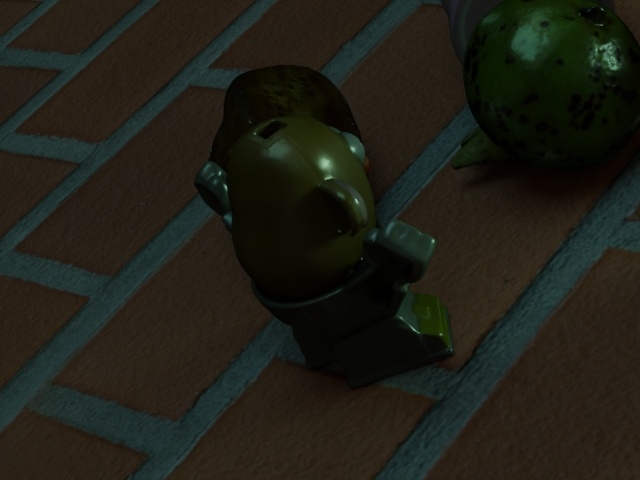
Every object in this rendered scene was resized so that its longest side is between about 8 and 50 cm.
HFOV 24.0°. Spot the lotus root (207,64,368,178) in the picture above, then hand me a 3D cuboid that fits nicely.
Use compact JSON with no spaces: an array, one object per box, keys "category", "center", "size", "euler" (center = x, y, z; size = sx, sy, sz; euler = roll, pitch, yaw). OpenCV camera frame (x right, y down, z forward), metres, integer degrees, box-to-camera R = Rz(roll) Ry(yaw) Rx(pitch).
[{"category":"lotus root","center":[-0.045,-0.105,1.823],"size":[0.193,0.193,0.291],"euler":[-25,35,5]}]

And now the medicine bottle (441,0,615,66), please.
[{"category":"medicine bottle","center":[0.253,-0.357,1.895],"size":[0.219,0.219,0.388],"euler":[-18,35,15]}]

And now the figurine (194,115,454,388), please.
[{"category":"figurine","center":[0.000,0.001,1.518],"size":[0.342,0.285,0.167],"euler":[-4,41,36]}]

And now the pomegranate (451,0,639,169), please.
[{"category":"pomegranate","center":[0.247,-0.161,1.673],"size":[0.263,0.211,0.211],"euler":[-56,9,43]}]
